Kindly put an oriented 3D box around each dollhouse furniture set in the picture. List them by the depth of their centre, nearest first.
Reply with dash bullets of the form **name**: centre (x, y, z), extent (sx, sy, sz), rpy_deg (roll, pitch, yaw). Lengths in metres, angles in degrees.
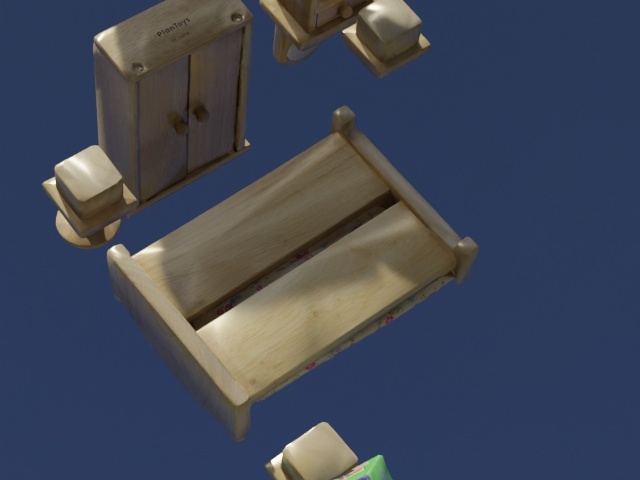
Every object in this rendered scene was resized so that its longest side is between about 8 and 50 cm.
- **dollhouse furniture set**: centre (0.000, 0.000, 1.196), extent (0.355, 0.303, 0.174), rpy_deg (50, -23, 21)

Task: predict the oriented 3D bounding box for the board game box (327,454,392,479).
- **board game box**: centre (0.007, 0.307, 0.971), extent (0.213, 0.046, 0.317), rpy_deg (-26, -89, 14)
